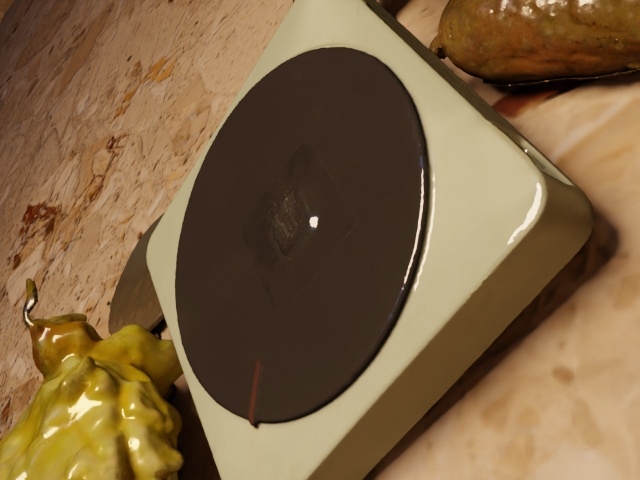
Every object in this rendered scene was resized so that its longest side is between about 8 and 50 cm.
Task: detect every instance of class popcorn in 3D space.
[{"bbox_3d":[-0.159,0.141,0.498,0.168,0.173,0.195,-38,34,51],"label":"popcorn"}]

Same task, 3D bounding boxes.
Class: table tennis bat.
[{"bbox_3d":[-0.174,0.065,0.683,0.131,0.022,0.234,-18,47,42],"label":"table tennis bat"}]

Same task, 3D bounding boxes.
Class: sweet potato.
[{"bbox_3d":[0.162,-0.113,0.343,0.273,0.075,0.075,18,81,52],"label":"sweet potato"}]

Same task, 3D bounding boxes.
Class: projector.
[{"bbox_3d":[0.000,0.000,0.441,0.259,0.079,0.257,-53,44,22],"label":"projector"}]

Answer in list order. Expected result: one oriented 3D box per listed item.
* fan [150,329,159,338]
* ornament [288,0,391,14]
[{"bbox_3d":[-0.219,0.188,0.669,0.227,0.008,0.152,-37,42,29],"label":"fan"},{"bbox_3d":[0.063,-0.189,0.518,0.236,0.080,0.202,-50,33,11],"label":"ornament"}]
